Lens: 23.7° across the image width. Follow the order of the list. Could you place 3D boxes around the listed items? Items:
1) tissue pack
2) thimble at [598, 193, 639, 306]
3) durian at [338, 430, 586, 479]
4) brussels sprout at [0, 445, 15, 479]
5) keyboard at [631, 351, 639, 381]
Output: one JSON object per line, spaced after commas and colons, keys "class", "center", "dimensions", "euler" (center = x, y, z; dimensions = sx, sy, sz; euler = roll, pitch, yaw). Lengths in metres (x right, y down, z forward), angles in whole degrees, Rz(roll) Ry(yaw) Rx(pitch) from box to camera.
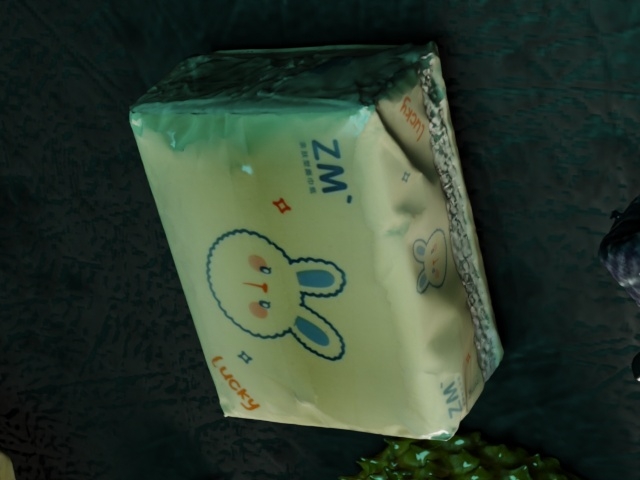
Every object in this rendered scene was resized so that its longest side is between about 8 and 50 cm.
{"class": "tissue pack", "center": [0.000, 0.000, 0.790], "dimensions": [0.148, 0.092, 0.196], "euler": [1, 120, 30]}
{"class": "thimble", "center": [0.181, -0.005, 0.682], "dimensions": [0.066, 0.095, 0.104], "euler": [50, 145, -5]}
{"class": "durian", "center": [0.104, 0.194, 0.877], "dimensions": [0.252, 0.144, 0.139], "euler": [16, 165, 12]}
{"class": "brussels sprout", "center": [-0.328, 0.187, 1.024], "dimensions": [0.244, 0.244, 0.244], "euler": [15, 127, 21]}
{"class": "keyboard", "center": [0.256, 0.086, 0.687], "dimensions": [0.250, 0.017, 0.087], "euler": [25, 136, -23]}
